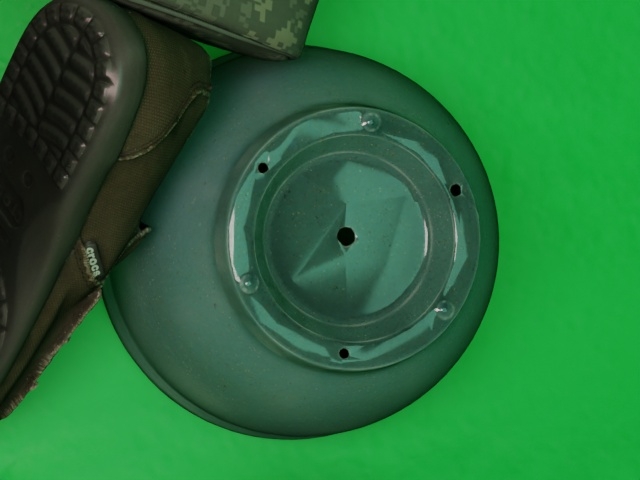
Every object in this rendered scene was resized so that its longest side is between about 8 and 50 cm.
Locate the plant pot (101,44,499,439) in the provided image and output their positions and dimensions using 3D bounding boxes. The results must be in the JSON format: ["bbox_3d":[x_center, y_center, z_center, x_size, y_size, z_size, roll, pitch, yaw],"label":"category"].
[{"bbox_3d":[0.000,0.000,1.366,0.293,0.196,0.293,0,89,-13],"label":"plant pot"}]

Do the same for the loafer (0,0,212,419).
[{"bbox_3d":[-0.171,0.001,1.291,0.130,0.366,0.134,-4,51,-44],"label":"loafer"}]

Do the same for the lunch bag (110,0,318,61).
[{"bbox_3d":[-0.118,-0.281,1.272,0.305,0.212,0.256,17,93,-43],"label":"lunch bag"}]
